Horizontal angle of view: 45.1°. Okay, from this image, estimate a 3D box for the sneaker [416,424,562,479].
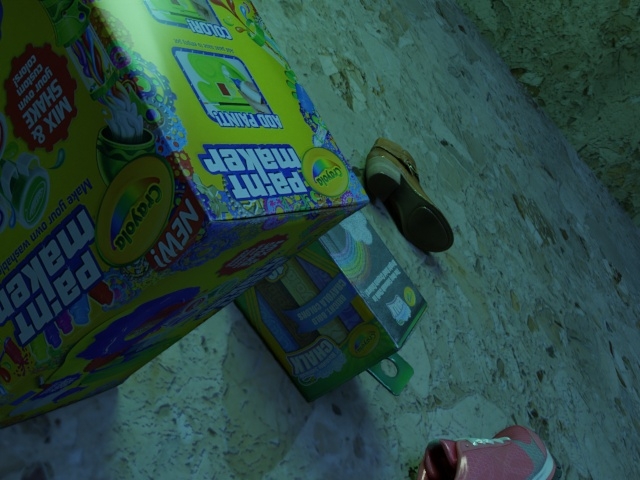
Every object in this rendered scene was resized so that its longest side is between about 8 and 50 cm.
[{"bbox_3d":[0.189,0.274,0.908,0.136,0.116,0.314,55,29,4],"label":"sneaker"}]

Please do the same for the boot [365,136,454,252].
[{"bbox_3d":[0.153,-0.083,1.284,0.197,0.073,0.152,47,25,-19],"label":"boot"}]

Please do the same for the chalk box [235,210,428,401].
[{"bbox_3d":[0.023,0.079,0.854,0.213,0.132,0.132,55,28,-1],"label":"chalk box"}]

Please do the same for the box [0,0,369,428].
[{"bbox_3d":[-0.175,-0.060,0.537,0.177,0.290,0.279,-12,68,-59],"label":"box"}]
